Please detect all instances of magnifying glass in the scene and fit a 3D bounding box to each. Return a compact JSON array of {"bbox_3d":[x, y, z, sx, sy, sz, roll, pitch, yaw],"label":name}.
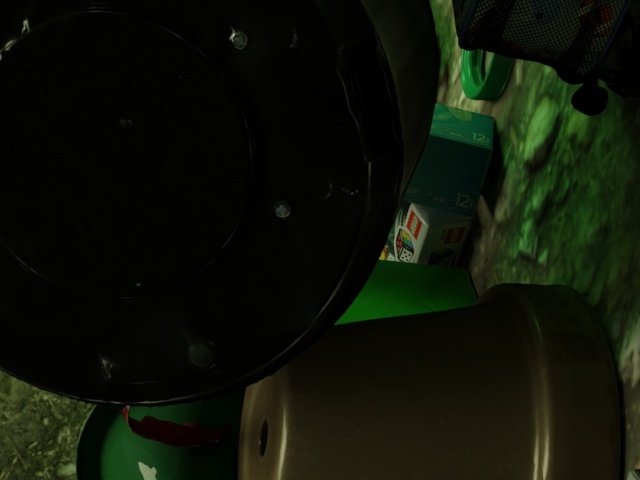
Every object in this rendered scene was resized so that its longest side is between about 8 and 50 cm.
[{"bbox_3d":[0.164,-0.209,1.467,0.231,0.026,0.092,110,161,-50],"label":"magnifying glass"}]

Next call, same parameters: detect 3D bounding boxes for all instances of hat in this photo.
[{"bbox_3d":[-0.085,0.187,1.292,0.183,0.209,0.173,-152,72,-65],"label":"hat"}]

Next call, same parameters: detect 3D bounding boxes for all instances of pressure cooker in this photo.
[{"bbox_3d":[-0.101,-0.105,1.252,0.375,0.370,0.420,65,-164,-12],"label":"pressure cooker"}]

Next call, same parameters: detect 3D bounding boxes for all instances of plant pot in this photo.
[{"bbox_3d":[0.066,0.152,1.265,0.263,0.229,0.263,-173,90,-76],"label":"plant pot"}]

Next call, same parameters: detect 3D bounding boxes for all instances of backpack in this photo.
[{"bbox_3d":[0.160,-0.273,1.151,0.276,0.213,0.263,-95,28,-49],"label":"backpack"}]

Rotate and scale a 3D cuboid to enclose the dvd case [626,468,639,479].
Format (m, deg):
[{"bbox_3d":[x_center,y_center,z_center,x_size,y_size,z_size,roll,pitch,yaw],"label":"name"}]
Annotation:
[{"bbox_3d":[0.216,0.266,1.015,0.238,0.030,0.179,-120,38,-69],"label":"dvd case"}]

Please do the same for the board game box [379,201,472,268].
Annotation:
[{"bbox_3d":[0.042,0.038,1.666,0.193,0.053,0.305,56,143,40],"label":"board game box"}]

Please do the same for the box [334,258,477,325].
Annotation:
[{"bbox_3d":[-0.011,0.134,1.523,0.126,0.262,0.231,-104,25,-54],"label":"box"}]

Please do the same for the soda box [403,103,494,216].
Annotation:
[{"bbox_3d":[0.041,-0.088,1.498,0.067,0.210,0.071,-79,2,-60],"label":"soda box"}]
